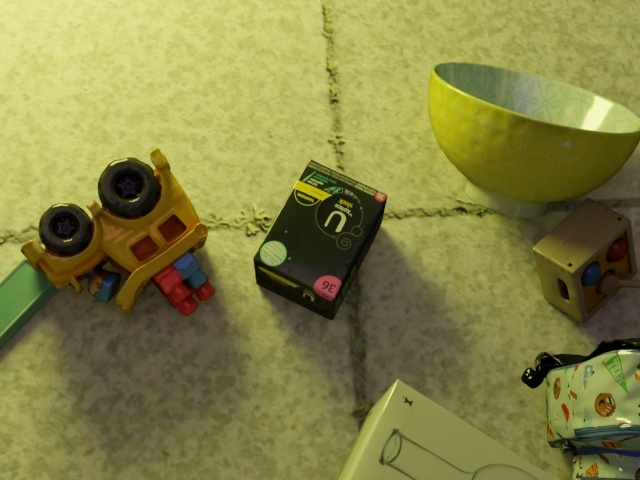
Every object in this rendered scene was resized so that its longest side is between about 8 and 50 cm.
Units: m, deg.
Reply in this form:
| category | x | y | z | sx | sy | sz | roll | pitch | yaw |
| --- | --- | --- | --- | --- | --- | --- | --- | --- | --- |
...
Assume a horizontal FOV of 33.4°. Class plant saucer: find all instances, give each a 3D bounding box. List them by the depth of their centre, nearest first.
| category | x | y | z | sx | sy | sz | roll | pitch | yaw |
| --- | --- | --- | --- | --- | --- | --- | --- | --- | --- |
| plant saucer | -0.432 | 0.106 | 1.406 | 0.067 | 0.018 | 0.192 | 37 | 73 | 12 |

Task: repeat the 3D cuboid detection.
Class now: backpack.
| category | x | y | z | sx | sy | sz | roll | pitch | yaw |
| --- | --- | --- | --- | --- | --- | --- | --- | --- | --- |
| backpack | 0.404 | 0.208 | 1.261 | 0.276 | 0.263 | 0.213 | -1 | 69 | -3 |

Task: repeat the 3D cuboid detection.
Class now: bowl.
| category | x | y | z | sx | sy | sz | roll | pitch | yaw |
| --- | --- | --- | --- | --- | --- | --- | --- | --- | --- |
| bowl | 0.268 | -0.123 | 1.427 | 0.289 | 0.289 | 0.156 | 15 | 112 | 4 |

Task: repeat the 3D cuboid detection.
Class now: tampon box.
| category | x | y | z | sx | sy | sz | roll | pitch | yaw |
| --- | --- | --- | --- | --- | --- | --- | --- | --- | --- |
| tampon box | 0.000 | 0.000 | 1.415 | 0.120 | 0.101 | 0.161 | 25 | 70 | 8 |

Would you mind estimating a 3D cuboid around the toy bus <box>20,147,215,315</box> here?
| category | x | y | z | sx | sy | sz | roll | pitch | yaw |
| --- | --- | --- | --- | --- | --- | --- | --- | --- | --- |
| toy bus | -0.246 | 0.021 | 1.392 | 0.220 | 0.149 | 0.211 | -36 | 90 | -12 |

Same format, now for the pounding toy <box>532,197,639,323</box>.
| category | x | y | z | sx | sy | sz | roll | pitch | yaw |
| --- | --- | --- | --- | --- | --- | --- | --- | --- | --- |
| pounding toy | 0.369 | 0.037 | 1.405 | 0.130 | 0.141 | 0.100 | -40 | 47 | -15 |

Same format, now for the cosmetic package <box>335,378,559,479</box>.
| category | x | y | z | sx | sy | sz | roll | pitch | yaw |
| --- | --- | --- | --- | --- | --- | --- | --- | --- | --- |
| cosmetic package | 0.122 | 0.381 | 1.184 | 0.284 | 0.097 | 0.377 | 30 | 49 | 1 |
